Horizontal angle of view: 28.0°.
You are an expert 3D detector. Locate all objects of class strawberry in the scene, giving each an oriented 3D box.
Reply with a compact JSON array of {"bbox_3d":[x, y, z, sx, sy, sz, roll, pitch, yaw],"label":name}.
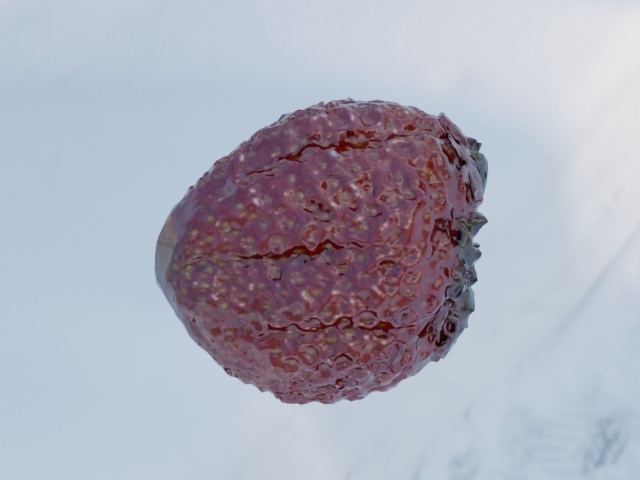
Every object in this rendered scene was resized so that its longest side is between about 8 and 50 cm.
[{"bbox_3d":[0.000,0.000,1.111,0.288,0.238,0.250,1,38,-20],"label":"strawberry"}]
